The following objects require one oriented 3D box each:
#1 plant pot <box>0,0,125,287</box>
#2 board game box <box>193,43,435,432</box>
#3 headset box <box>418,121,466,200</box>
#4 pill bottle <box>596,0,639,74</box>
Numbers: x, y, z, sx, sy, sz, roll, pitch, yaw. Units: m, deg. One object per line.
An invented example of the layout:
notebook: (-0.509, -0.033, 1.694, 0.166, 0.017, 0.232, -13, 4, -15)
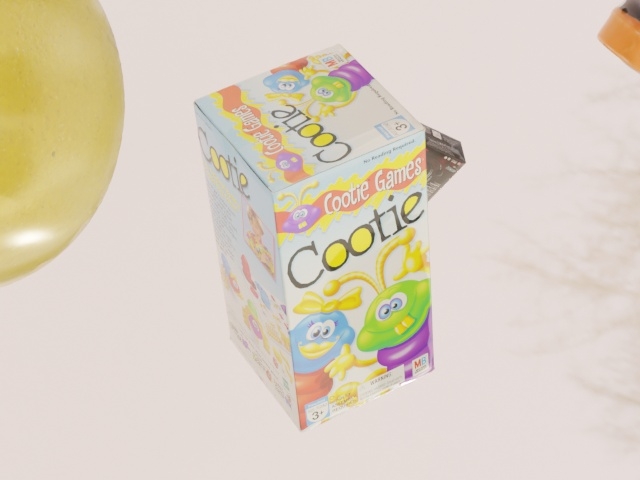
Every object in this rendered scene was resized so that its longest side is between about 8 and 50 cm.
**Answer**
plant pot: (-0.139, -0.040, 0.561, 0.095, 0.134, 0.134, -33, -49, -72)
board game box: (0.000, 0.000, 1.547, 0.142, 0.144, 0.275, -23, -44, -18)
headset box: (0.083, -0.066, 1.684, 0.062, 0.032, 0.083, 23, -54, -29)
pill bottle: (0.298, -0.216, 1.275, 0.130, 0.130, 0.246, 24, -72, -40)
